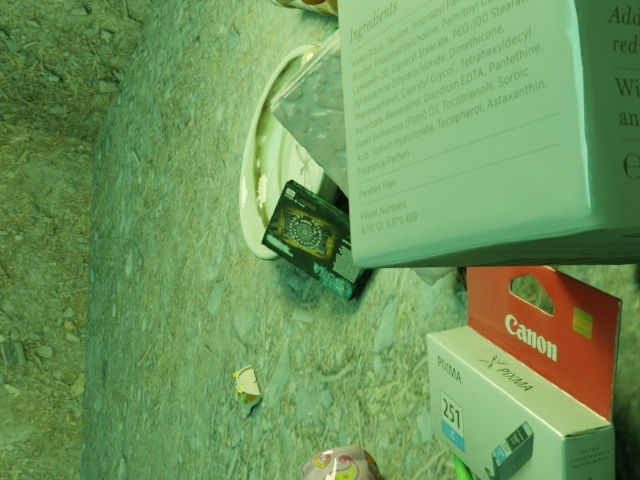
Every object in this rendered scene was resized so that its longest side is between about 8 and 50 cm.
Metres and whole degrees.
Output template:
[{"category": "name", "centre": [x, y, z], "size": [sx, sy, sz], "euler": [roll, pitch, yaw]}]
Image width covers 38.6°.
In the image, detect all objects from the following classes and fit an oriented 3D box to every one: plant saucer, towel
[{"category": "plant saucer", "centre": [-0.031, -0.154, 1.681], "size": [0.400, 0.100, 0.401], "euler": [-35, 50, 56]}, {"category": "towel", "centre": [0.118, -0.123, 1.129], "size": [0.053, 0.332, 0.317], "euler": [-43, 3, -39]}]

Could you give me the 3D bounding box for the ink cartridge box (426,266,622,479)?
[{"category": "ink cartridge box", "centre": [0.207, 0.149, 0.992], "size": [0.296, 0.066, 0.261], "euler": [-145, 48, -66]}]

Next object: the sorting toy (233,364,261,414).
[{"category": "sorting toy", "centre": [-0.149, 0.305, 1.818], "size": [0.083, 0.044, 0.075], "euler": [-113, 23, -50]}]

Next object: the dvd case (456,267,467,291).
[{"category": "dvd case", "centre": [0.214, -0.001, 1.207], "size": [0.119, 0.013, 0.087], "euler": [-58, 32, 35]}]

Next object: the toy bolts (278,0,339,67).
[{"category": "toy bolts", "centre": [0.029, -0.371, 1.511], "size": [0.158, 0.218, 0.229], "euler": [-19, 83, 26]}]

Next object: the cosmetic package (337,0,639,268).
[{"category": "cosmetic package", "centre": [0.228, -0.183, 0.783], "size": [0.327, 0.329, 0.394], "euler": [-15, 78, 63]}]

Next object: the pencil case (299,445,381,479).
[{"category": "pencil case", "centre": [0.052, 0.425, 1.244], "size": [0.124, 0.124, 0.284], "euler": [-59, 33, 35]}]

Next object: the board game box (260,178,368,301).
[{"category": "board game box", "centre": [0.000, 0.000, 1.496], "size": [0.186, 0.026, 0.126], "euler": [34, 119, 15]}]

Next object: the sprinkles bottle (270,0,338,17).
[{"category": "sprinkles bottle", "centre": [-0.009, -0.496, 1.750], "size": [0.355, 0.121, 0.121], "euler": [39, 115, 62]}]

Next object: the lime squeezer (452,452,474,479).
[{"category": "lime squeezer", "centre": [0.153, 0.354, 1.076], "size": [0.110, 0.058, 0.310], "euler": [-26, 45, 54]}]
